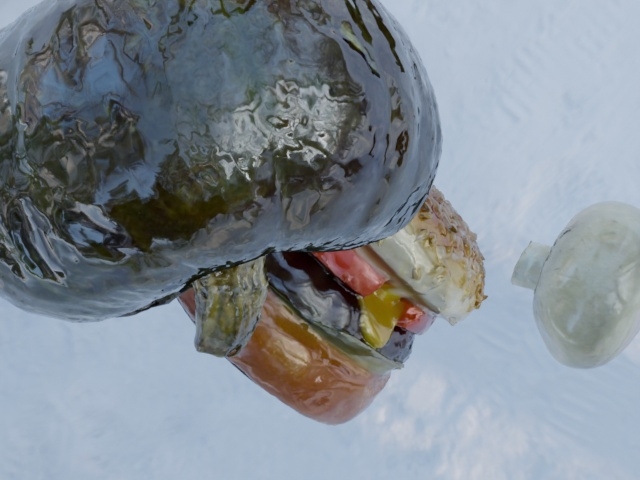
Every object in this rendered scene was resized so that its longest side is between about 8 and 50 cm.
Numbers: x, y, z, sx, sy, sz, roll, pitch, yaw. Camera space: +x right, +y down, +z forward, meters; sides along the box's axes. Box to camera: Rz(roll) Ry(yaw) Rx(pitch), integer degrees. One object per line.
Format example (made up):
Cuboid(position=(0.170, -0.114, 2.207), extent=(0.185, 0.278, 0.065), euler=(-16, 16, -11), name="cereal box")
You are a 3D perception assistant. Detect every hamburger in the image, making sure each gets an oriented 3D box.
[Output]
Cuboid(position=(0.000, 0.000, 1.039), extent=(0.250, 0.330, 0.330), euler=(-43, 83, 10), name="hamburger")

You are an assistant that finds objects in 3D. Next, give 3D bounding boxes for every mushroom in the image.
Cuboid(position=(0.373, 0.060, 1.441), extent=(0.202, 0.246, 0.246), euler=(16, 87, 26), name="mushroom")

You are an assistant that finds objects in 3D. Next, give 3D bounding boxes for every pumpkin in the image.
Cuboid(position=(-0.071, -0.043, 0.596), extent=(0.325, 0.232, 0.242), euler=(-19, 94, -6), name="pumpkin")
